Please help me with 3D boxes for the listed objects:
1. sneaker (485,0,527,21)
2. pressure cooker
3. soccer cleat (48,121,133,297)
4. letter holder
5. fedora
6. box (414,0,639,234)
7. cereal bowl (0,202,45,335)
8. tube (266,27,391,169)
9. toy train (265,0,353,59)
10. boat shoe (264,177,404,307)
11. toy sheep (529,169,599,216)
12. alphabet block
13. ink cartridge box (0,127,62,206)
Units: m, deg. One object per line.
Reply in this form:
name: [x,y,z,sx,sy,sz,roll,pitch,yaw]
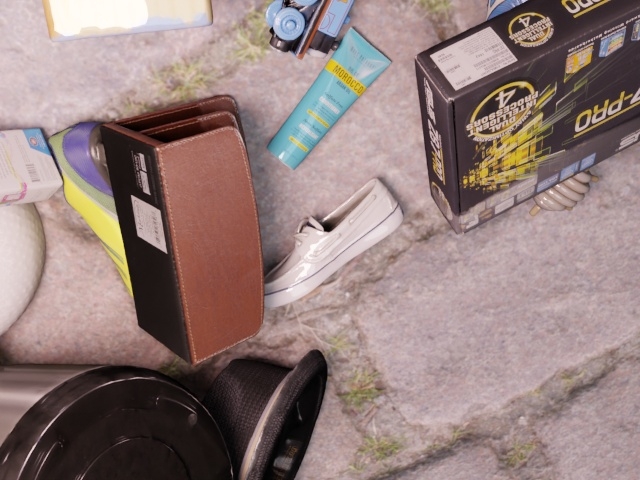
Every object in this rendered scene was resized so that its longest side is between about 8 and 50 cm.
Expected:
sneaker: [0.281,-0.314,1.105,0.130,0.147,0.330,-3,136,-37]
pressure cooker: [-0.378,0.344,1.111,0.420,0.369,0.376,-8,153,41]
soccer cleat: [-0.298,-0.037,1.160,0.121,0.093,0.289,1,124,23]
letter holder: [-0.143,-0.024,1.100,0.214,0.152,0.301,-22,120,-34]
fedora: [-0.115,0.305,1.274,0.153,0.334,0.334,21,113,14]
box: [0.324,-0.199,1.069,0.395,0.097,0.318,-27,151,-5]
cereal bowl: [-0.557,0.027,1.101,0.339,0.141,0.338,-3,115,-7]
tube: [0.007,-0.195,1.149,0.080,0.052,0.207,34,99,-32]
toy train: [0.001,-0.324,1.068,0.105,0.080,0.184,18,110,-24]
boat shoe: [0.000,0.000,1.220,0.258,0.095,0.084,-37,112,-4]
toy sheep: [0.368,-0.086,1.241,0.091,0.091,0.132,25,114,-20]
alphabet block: [-0.231,-0.356,0.948,0.193,0.193,0.197,-9,116,-8]
ink cartridge box: [-0.417,-0.094,1.062,0.052,0.122,0.088,-33,77,39]
